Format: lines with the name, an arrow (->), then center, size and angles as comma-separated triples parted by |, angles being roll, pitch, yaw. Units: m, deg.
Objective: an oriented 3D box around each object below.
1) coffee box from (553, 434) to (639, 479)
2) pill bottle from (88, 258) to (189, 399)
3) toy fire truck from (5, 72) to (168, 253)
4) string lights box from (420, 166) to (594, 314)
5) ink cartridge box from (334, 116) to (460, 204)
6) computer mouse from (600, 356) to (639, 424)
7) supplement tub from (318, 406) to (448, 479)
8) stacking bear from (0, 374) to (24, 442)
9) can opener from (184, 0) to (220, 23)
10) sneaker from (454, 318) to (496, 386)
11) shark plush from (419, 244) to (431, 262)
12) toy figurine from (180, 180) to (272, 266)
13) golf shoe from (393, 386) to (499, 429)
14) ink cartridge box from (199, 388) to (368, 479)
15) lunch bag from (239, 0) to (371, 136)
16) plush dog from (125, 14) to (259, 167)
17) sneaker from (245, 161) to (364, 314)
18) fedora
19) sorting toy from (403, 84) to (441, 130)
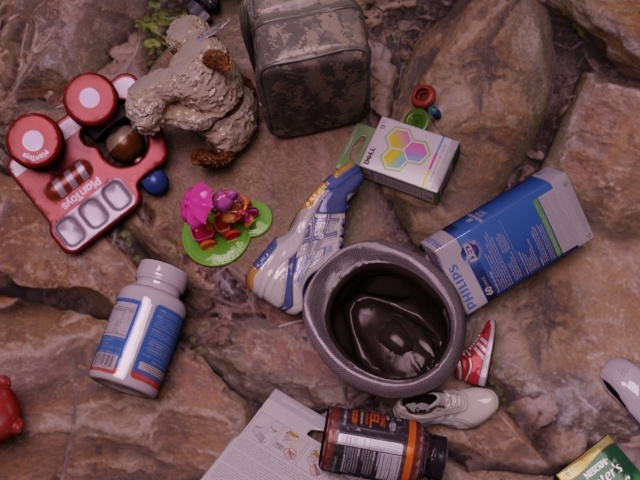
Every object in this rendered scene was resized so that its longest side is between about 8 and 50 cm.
coffee box -> 0.465, 0.410, 1.494 | 0.113, 0.040, 0.184 | -34, 68, -7
pill bottle -> -0.304, 0.150, 1.650 | 0.124, 0.124, 0.222 | 14, 71, 12
toy fire truck -> -0.418, -0.153, 1.783 | 0.302, 0.169, 0.254 | -38, 93, -8
string lights box -> 0.317, -0.001, 1.623 | 0.259, 0.077, 0.133 | -30, 108, -5
ink cartridge box -> 0.138, -0.155, 1.749 | 0.209, 0.062, 0.109 | 21, 73, 15
computer mouse -> 0.530, 0.267, 1.542 | 0.106, 0.042, 0.193 | -38, 69, -7
supplement tub -> 0.100, 0.331, 1.525 | 0.197, 0.106, 0.106 | 10, 70, 0
stacking bear -> -0.646, 0.328, 1.611 | 0.289, 0.164, 0.175 | -23, 67, -7
can opener -> -0.268, -0.518, 1.946 | 0.073, 0.059, 0.186 | -37, 69, -7
sneaker -> 0.257, 0.183, 1.610 | 0.067, 0.042, 0.118 | 9, 65, 15
shark plush -> 0.245, 0.006, 1.694 | 0.161, 0.073, 0.067 | -29, 87, -27
toy figurine -> -0.179, -0.048, 1.694 | 0.173, 0.159, 0.130 | -20, 67, -2
golf shoe -> 0.207, 0.271, 1.559 | 0.176, 0.086, 0.069 | -9, 66, 2
ink cartridge box -> -0.031, 0.401, 1.553 | 0.275, 0.060, 0.239 | 28, 49, 17
lunch bag -> -0.030, -0.363, 1.729 | 0.212, 0.305, 0.256 | -10, 71, 0
plush dog -> -0.192, -0.261, 1.752 | 0.210, 0.225, 0.262 | 5, 58, 35
sneaker -> 0.000, 0.000, 1.696 | 0.131, 0.112, 0.296 | 37, 80, 3
fedora -> 0.111, 0.143, 1.599 | 0.275, 0.124, 0.244 | 34, 76, 17
sorting toy -> 0.196, -0.240, 1.793 | 0.061, 0.042, 0.102 | 11, 82, 28
